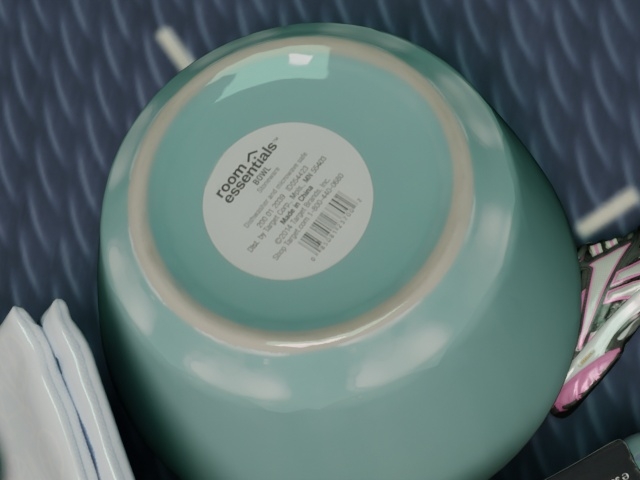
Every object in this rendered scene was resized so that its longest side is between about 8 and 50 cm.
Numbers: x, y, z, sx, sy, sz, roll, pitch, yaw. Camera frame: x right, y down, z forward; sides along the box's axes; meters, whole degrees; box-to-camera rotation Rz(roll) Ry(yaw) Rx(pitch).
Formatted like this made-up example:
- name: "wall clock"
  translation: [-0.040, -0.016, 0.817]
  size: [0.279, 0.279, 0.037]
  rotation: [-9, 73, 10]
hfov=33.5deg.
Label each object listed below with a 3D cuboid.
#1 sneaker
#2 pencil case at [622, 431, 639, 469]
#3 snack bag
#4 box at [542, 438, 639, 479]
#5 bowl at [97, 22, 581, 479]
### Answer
- name: "sneaker"
  translation: [0.185, 0.024, 0.685]
  size: [0.077, 0.072, 0.178]
  rotation: [42, 85, 17]
- name: "pencil case"
  translation: [0.316, 0.136, 0.638]
  size: [0.273, 0.113, 0.124]
  rotation: [-22, 63, 3]
- name: "snack bag"
  translation: [-0.152, 0.243, 0.597]
  size: [0.037, 0.323, 0.343]
  rotation: [-13, 74, -39]
- name: "box"
  translation: [0.084, 0.249, 0.549]
  size: [0.261, 0.103, 0.184]
  rotation: [-26, 69, -4]
- name: "bowl"
  translation: [0.000, 0.000, 0.614]
  size: [0.311, 0.163, 0.312]
  rotation: [-2, 68, 6]
